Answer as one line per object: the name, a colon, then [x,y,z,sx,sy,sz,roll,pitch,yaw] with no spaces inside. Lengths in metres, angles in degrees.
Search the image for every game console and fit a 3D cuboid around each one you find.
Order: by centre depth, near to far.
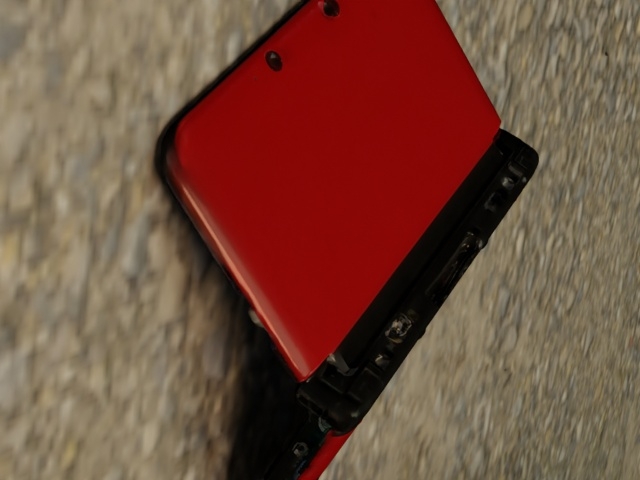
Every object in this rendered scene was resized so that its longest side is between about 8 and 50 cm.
game console: [0.000,0.000,0.467,0.144,0.085,0.124,-49,174,-45]
